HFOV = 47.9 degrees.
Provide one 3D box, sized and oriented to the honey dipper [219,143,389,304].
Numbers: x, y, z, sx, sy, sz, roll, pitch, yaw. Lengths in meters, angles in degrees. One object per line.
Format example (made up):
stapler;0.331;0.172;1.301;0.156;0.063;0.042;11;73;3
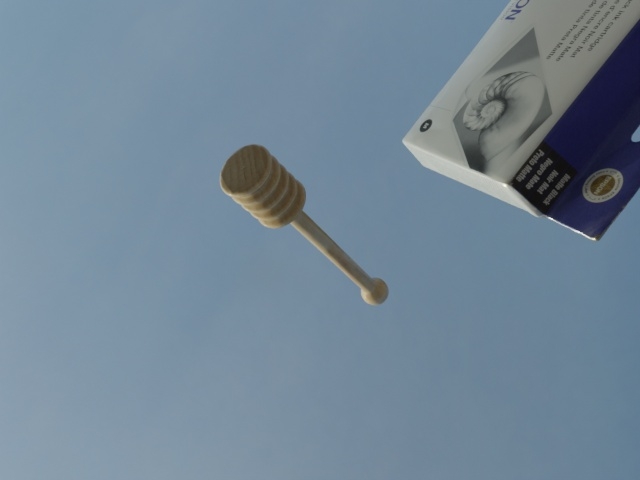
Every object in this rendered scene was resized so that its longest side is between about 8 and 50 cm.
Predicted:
honey dipper;0.000;0.000;0.408;0.031;0.161;0.030;-14;-122;24

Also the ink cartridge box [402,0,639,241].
ink cartridge box;0.197;-0.130;0.579;0.223;0.045;0.224;-52;-147;-1
